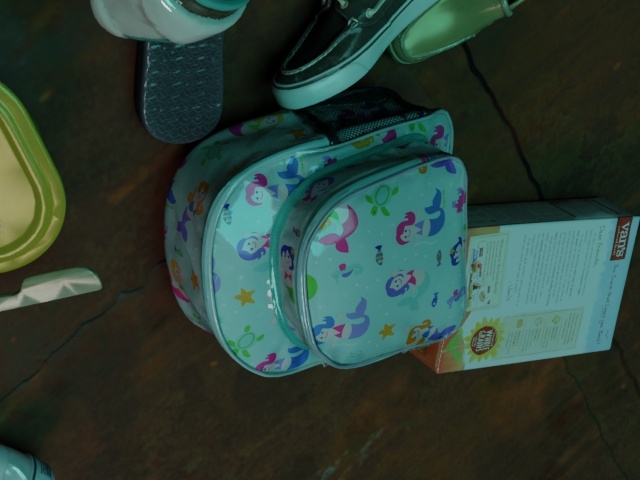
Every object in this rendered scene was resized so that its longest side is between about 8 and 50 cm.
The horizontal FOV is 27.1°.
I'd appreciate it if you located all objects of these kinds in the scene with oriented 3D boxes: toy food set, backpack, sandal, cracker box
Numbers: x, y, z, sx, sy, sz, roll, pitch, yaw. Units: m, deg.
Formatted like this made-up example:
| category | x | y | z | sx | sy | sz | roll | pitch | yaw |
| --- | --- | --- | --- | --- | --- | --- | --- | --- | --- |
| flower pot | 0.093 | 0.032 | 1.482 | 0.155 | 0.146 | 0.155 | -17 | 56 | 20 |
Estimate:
| category | x | y | z | sx | sy | sz | roll | pitch | yaw |
| --- | --- | --- | --- | --- | --- | --- | --- | --- | --- |
| toy food set | -0.263 | -0.049 | 1.027 | 0.128 | 0.071 | 0.218 | -18 | 120 | 3 |
| backpack | 0.000 | 0.000 | 1.143 | 0.253 | 0.191 | 0.225 | -13 | 118 | -22 |
| sandal | -0.111 | -0.203 | 1.067 | 0.097 | 0.054 | 0.255 | 2 | 119 | -26 |
| cracker box | 0.207 | 0.042 | 1.359 | 0.232 | 0.067 | 0.156 | -3 | 113 | -30 |

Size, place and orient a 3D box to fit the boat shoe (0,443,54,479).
| category | x | y | z | sx | sy | sz | roll | pitch | yaw |
| --- | --- | --- | --- | --- | --- | --- | --- | --- | --- |
| boat shoe | -0.328 | 0.284 | 1.118 | 0.084 | 0.095 | 0.258 | 36 | 78 | -34 |

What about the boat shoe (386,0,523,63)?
| category | x | y | z | sx | sy | sz | roll | pitch | yaw |
| --- | --- | --- | --- | --- | --- | --- | --- | --- | --- |
| boat shoe | 0.144 | -0.220 | 1.201 | 0.190 | 0.072 | 0.068 | -39 | 126 | -12 |

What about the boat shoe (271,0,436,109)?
| category | x | y | z | sx | sy | sz | roll | pitch | yaw |
| --- | --- | --- | --- | --- | --- | --- | --- | --- | --- |
| boat shoe | 0.031 | -0.202 | 1.140 | 0.219 | 0.077 | 0.070 | -45 | 128 | -18 |

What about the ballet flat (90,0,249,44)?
| category | x | y | z | sx | sy | sz | roll | pitch | yaw |
| --- | --- | --- | --- | --- | --- | --- | --- | --- | --- |
| ballet flat | -0.127 | -0.326 | 0.925 | 0.139 | 0.139 | 0.401 | 1 | 80 | -33 |
